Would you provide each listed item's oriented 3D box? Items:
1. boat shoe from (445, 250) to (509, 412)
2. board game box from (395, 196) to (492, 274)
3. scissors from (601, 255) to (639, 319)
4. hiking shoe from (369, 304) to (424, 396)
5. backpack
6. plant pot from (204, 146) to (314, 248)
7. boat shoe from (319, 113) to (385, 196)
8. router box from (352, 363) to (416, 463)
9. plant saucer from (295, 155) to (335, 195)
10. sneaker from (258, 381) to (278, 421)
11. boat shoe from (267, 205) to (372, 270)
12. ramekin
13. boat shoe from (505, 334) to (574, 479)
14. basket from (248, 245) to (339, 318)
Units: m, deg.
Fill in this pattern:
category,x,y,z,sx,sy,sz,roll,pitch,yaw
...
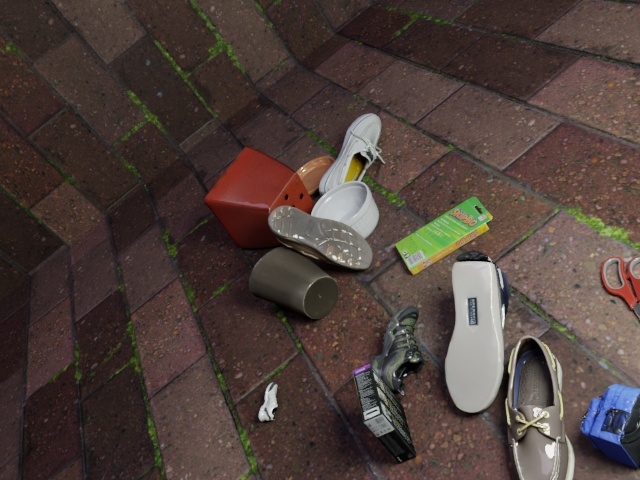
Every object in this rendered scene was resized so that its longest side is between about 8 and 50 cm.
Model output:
category,x,y,z,sx,sy,sz,roll,pitch,yaw
boat shoe,0.362,0.204,1.334,0.127,0.158,0.340,-2,76,35
board game box,0.339,-0.016,1.664,0.260,0.039,0.124,-34,35,10
scissors,0.639,0.141,1.232,0.109,0.021,0.297,-13,43,28
hiking shoe,0.203,0.262,1.441,0.114,0.086,0.226,12,63,32
backpack,0.524,0.313,1.065,0.101,0.098,0.120,9,57,51
plant pot,-0.183,-0.130,2.085,0.236,0.267,0.267,13,58,35
boat shoe,0.142,-0.286,2.064,0.157,0.136,0.367,8,58,47
router box,0.136,0.365,1.279,0.046,0.178,0.133,-27,35,12
plant saucer,-0.024,-0.229,2.232,0.200,0.037,0.199,-25,37,20
sneaker,-0.125,0.421,1.580,0.044,0.040,0.109,-1,50,19
boat shoe,0.000,0.000,1.782,0.325,0.116,0.123,27,69,4
ramekin,0.085,-0.077,1.897,0.207,0.109,0.207,-24,37,20
boat shoe,0.406,0.331,1.148,0.117,0.096,0.324,-13,41,31
basket,-0.064,0.127,1.765,0.204,0.154,0.227,-33,35,-27
